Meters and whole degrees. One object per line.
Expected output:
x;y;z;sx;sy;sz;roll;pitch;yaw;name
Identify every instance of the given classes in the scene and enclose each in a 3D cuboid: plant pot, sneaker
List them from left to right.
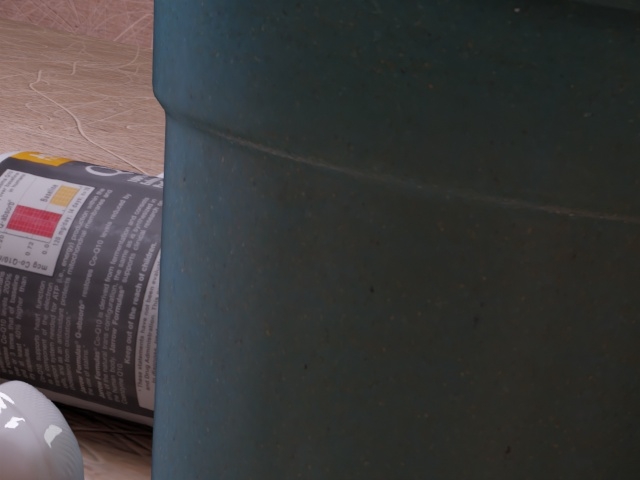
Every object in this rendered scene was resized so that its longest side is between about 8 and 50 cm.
-0.208;0.114;0.766;0.094;0.080;0.212;-18;20;-41;sneaker
0.065;0.035;0.665;0.341;0.334;0.341;8;13;-2;plant pot

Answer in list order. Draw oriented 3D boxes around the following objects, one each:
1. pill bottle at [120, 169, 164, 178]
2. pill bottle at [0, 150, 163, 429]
-0.085;0.008;1.198;0.216;0.121;0.121;15;14;27;pill bottle
-0.157;0.028;0.958;0.278;0.162;0.162;13;12;16;pill bottle
